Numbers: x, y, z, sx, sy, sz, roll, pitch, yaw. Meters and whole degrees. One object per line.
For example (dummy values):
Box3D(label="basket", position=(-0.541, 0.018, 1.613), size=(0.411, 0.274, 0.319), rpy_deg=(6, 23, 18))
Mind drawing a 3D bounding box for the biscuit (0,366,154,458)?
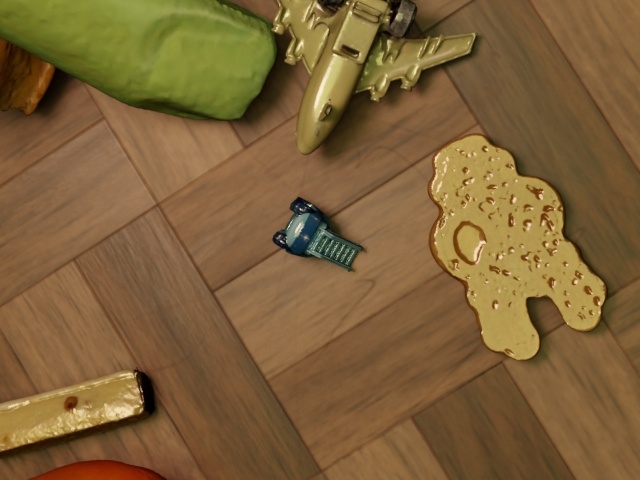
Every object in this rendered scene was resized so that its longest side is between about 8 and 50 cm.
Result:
Box3D(label="biscuit", position=(-0.271, 0.184, 1.682), size=(0.188, 0.052, 0.056), rpy_deg=(-16, 75, 7))

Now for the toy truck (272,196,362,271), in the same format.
Box3D(label="toy truck", position=(0.000, 0.000, 1.635), size=(0.090, 0.073, 0.056), rpy_deg=(31, 95, -6))

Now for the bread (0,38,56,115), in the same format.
Box3D(label="bread", position=(-0.399, -0.294, 1.624), size=(0.340, 0.194, 0.179), rpy_deg=(43, 107, 10))

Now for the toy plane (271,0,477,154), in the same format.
Box3D(label="toy plane", position=(0.033, -0.207, 1.604), size=(0.242, 0.104, 0.256), rpy_deg=(23, 79, -10))

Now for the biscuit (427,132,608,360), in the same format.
Box3D(label="biscuit", position=(0.190, 0.003, 1.619), size=(0.144, 0.040, 0.236), rpy_deg=(-27, 84, 1))

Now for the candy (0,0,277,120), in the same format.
Box3D(label="candy", position=(-0.204, -0.224, 1.547), size=(0.132, 0.344, 0.142), rpy_deg=(-4, 68, 49))

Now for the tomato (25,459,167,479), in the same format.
Box3D(label="tomato", position=(-0.227, 0.340, 1.610), size=(0.260, 0.180, 0.259), rpy_deg=(0, 87, 8))
